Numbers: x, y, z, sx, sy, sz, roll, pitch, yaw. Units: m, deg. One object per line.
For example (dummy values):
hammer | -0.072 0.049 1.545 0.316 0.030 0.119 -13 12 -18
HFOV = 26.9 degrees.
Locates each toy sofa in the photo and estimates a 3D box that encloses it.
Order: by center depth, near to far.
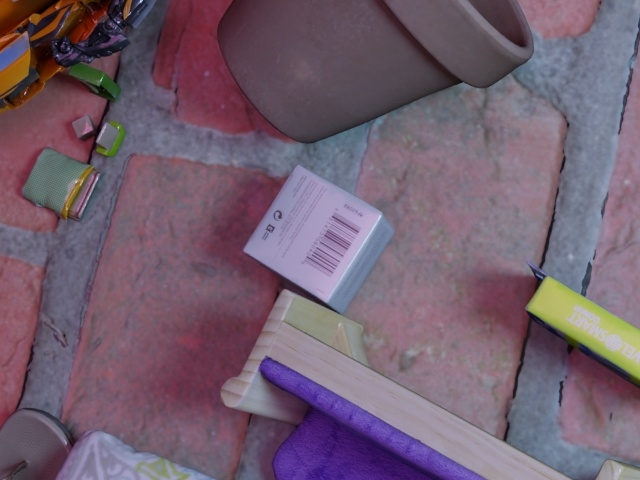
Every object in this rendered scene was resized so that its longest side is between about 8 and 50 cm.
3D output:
toy sofa | 0.091 0.198 1.140 0.362 0.150 0.177 26 89 32

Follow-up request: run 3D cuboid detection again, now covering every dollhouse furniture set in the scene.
dollhouse furniture set | -0.253 -0.100 1.363 0.076 0.058 0.152 24 85 16

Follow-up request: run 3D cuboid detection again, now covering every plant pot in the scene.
plant pot | 0.031 -0.213 1.244 0.229 0.263 0.263 -34 74 21

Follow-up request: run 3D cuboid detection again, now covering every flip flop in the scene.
flip flop | -0.316 0.297 1.289 0.112 0.080 0.277 24 84 15

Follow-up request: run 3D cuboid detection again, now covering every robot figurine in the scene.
robot figurine | -0.292 -0.233 1.355 0.291 0.085 0.211 -35 50 11

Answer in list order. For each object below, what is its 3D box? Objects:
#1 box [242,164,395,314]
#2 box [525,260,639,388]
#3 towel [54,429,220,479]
box | 0.000 0.000 1.276 0.102 0.087 0.101 31 87 16
box | 0.254 0.087 1.194 0.178 0.109 0.042 33 89 16
towel | -0.126 0.372 1.177 0.374 0.090 0.321 19 63 19
